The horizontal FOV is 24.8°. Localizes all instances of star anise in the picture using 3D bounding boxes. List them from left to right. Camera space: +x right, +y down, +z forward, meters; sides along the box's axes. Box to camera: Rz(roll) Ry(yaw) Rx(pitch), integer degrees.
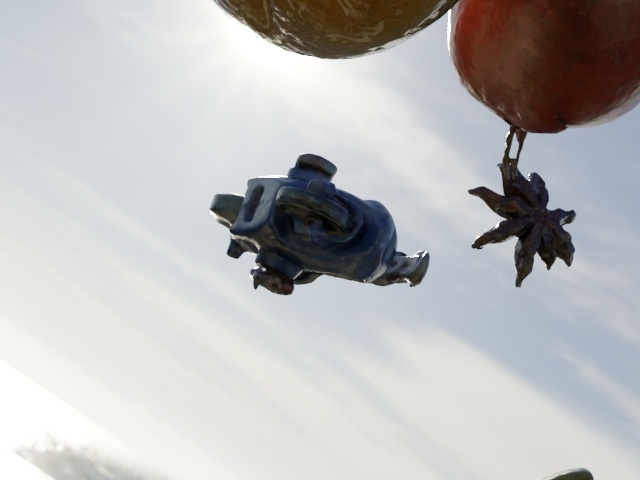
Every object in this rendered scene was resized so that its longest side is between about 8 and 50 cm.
[{"bbox_3d":[0.214,-0.022,1.503,0.141,0.141,0.042,36,-37,-12],"label":"star anise"}]

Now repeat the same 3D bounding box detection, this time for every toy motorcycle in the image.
[{"bbox_3d":[0.005,-0.024,1.894,0.241,0.182,0.319,-4,3,-27],"label":"toy motorcycle"}]

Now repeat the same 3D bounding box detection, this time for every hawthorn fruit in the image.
[{"bbox_3d":[0.199,-0.180,1.221,0.211,0.211,0.299,30,-55,14],"label":"hawthorn fruit"}]

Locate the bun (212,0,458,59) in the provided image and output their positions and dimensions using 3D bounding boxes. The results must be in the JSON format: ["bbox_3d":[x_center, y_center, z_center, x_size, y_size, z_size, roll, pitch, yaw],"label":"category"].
[{"bbox_3d":[-0.012,-0.281,1.064,0.299,0.299,0.164,27,23,30],"label":"bun"}]

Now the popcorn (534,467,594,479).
[{"bbox_3d":[0.242,0.389,1.339,0.334,0.294,0.292,44,37,14],"label":"popcorn"}]
